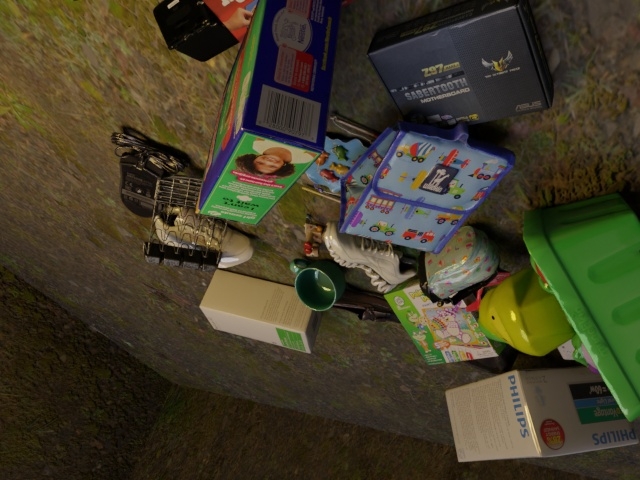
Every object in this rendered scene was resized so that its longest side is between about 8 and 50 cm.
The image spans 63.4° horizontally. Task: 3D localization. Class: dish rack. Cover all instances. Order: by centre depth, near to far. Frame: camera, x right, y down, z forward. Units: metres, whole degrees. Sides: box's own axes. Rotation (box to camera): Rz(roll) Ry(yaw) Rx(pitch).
[{"bbox_3d":[-0.337,-0.043,1.330,0.208,0.074,0.271,9,118,-17],"label":"dish rack"}]

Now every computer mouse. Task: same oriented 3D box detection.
[{"bbox_3d":[-0.441,-0.164,1.331,0.188,0.072,0.272,23,139,-8],"label":"computer mouse"}]

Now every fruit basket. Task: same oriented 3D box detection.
[{"bbox_3d":[0.455,0.127,0.977,0.392,0.283,0.392,6,108,20],"label":"fruit basket"}]

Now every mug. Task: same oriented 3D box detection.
[{"bbox_3d":[0.001,0.109,1.469,0.129,0.097,0.158,-16,100,32],"label":"mug"}]

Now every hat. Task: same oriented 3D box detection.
[{"bbox_3d":[0.479,0.294,1.468,0.331,0.134,0.331,14,148,9],"label":"hat"}]

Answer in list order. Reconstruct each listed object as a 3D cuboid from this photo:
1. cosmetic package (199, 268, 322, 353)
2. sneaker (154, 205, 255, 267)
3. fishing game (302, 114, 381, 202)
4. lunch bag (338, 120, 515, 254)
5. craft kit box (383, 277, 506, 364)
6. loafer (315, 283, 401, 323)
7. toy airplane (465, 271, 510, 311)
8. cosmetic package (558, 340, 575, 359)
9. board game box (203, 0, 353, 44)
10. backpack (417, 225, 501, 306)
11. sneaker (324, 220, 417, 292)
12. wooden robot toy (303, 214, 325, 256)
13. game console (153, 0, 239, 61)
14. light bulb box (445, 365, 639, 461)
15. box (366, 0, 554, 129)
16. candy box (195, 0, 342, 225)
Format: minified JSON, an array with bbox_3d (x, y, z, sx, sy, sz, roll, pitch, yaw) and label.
[{"bbox_3d":[-0.192,0.237,1.744,0.365,0.155,0.197,10,150,14],"label":"cosmetic package"},{"bbox_3d":[-0.332,-0.016,1.452,0.305,0.114,0.152,16,151,6],"label":"sneaker"},{"bbox_3d":[0.038,-0.152,1.092,0.189,0.041,0.264,22,150,-8],"label":"fishing game"},{"bbox_3d":[0.188,-0.115,0.948,0.221,0.138,0.293,12,148,-15],"label":"lunch bag"},{"bbox_3d":[0.326,0.210,1.392,0.250,0.061,0.246,-28,94,52],"label":"craft kit box"},{"bbox_3d":[0.110,0.203,1.568,0.302,0.095,0.109,21,150,-2],"label":"loafer"},{"bbox_3d":[0.390,0.118,1.260,0.151,0.151,0.028,31,-177,-19],"label":"toy airplane"},{"bbox_3d":[0.640,0.166,1.162,0.224,0.138,0.225,-7,139,37],"label":"cosmetic package"},{"bbox_3d":[-0.053,-0.387,0.776,0.281,0.027,0.145,-11,137,41],"label":"board game box"},{"bbox_3d":[0.308,0.050,1.164,0.115,0.152,0.182,29,138,-33],"label":"backpack"},{"bbox_3d":[0.126,0.026,1.280,0.118,0.110,0.292,-22,139,39],"label":"sneaker"},{"bbox_3d":[0.000,0.000,1.336,0.079,0.076,0.173,4,148,5],"label":"wooden robot toy"},{"bbox_3d":[-0.213,-0.376,0.902,0.122,0.071,0.107,-10,109,40],"label":"game console"},{"bbox_3d":[0.628,0.511,1.524,0.358,0.225,0.361,2,155,-21],"label":"light bulb box"},{"bbox_3d":[0.214,-0.261,0.793,0.232,0.059,0.183,-5,141,36],"label":"box"},{"bbox_3d":[-0.090,-0.200,0.817,0.122,0.268,0.317,13,158,-18],"label":"candy box"}]
